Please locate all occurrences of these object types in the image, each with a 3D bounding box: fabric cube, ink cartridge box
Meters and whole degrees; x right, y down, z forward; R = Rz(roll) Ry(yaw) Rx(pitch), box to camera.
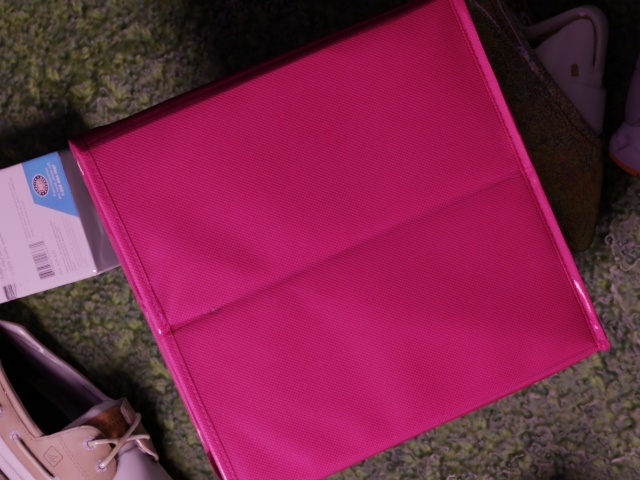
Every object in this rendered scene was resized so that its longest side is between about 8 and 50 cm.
[{"bbox_3d":[0.000,0.000,1.305,0.258,0.254,0.259,-24,95,-5],"label":"fabric cube"},{"bbox_3d":[-0.256,-0.006,1.584,0.180,0.060,0.104,-15,96,26],"label":"ink cartridge box"}]

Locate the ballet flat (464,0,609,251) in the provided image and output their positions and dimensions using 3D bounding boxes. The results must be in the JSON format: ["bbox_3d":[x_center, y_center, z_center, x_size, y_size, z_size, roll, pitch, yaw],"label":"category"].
[{"bbox_3d":[0.132,-0.163,1.352,0.123,0.123,0.348,-30,87,26],"label":"ballet flat"}]

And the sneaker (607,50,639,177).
[{"bbox_3d":[0.324,-0.083,1.292,0.262,0.099,0.121,12,102,20],"label":"sneaker"}]

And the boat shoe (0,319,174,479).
[{"bbox_3d":[-0.191,0.178,1.568,0.302,0.113,0.103,33,118,15],"label":"boat shoe"}]
